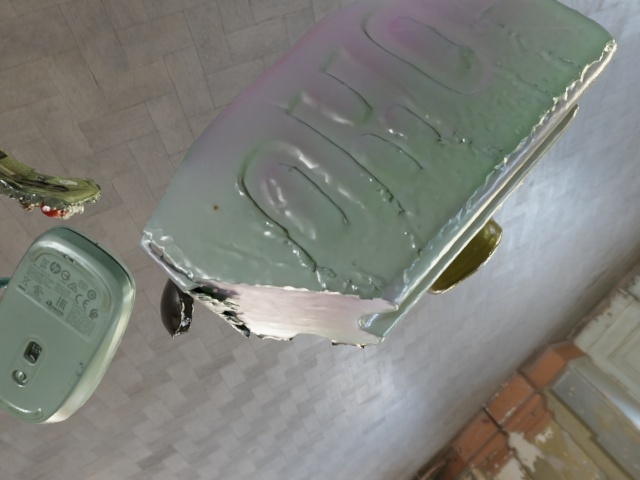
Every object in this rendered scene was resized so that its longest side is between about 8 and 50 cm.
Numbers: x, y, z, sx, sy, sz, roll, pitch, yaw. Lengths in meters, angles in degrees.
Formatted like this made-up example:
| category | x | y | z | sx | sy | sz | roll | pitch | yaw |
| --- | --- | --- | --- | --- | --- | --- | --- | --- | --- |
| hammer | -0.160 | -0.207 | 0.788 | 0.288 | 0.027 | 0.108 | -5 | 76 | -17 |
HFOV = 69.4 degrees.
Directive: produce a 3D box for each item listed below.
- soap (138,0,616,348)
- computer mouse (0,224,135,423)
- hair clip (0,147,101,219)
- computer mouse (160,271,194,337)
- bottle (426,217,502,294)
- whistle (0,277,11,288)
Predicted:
| category | x | y | z | sx | sy | sz | roll | pitch | yaw |
| --- | --- | --- | --- | --- | --- | --- | --- | --- | --- |
| soap | 0.051 | -0.083 | 0.487 | 0.446 | 0.261 | 0.156 | -46 | 163 | -10 |
| computer mouse | -0.343 | 0.118 | 0.621 | 0.289 | 0.159 | 0.097 | -58 | 173 | 12 |
| hair clip | -0.627 | -0.117 | 0.968 | 0.138 | 0.321 | 0.091 | -51 | 160 | -64 |
| computer mouse | -0.412 | 0.148 | 1.333 | 0.087 | 0.295 | 0.168 | 7 | 123 | -19 |
| bottle | 0.136 | -0.089 | 0.797 | 0.171 | 0.171 | 0.351 | -42 | 93 | 4 |
| whistle | -0.550 | 0.148 | 0.743 | 0.093 | 0.186 | 0.273 | -20 | 163 | 35 |
